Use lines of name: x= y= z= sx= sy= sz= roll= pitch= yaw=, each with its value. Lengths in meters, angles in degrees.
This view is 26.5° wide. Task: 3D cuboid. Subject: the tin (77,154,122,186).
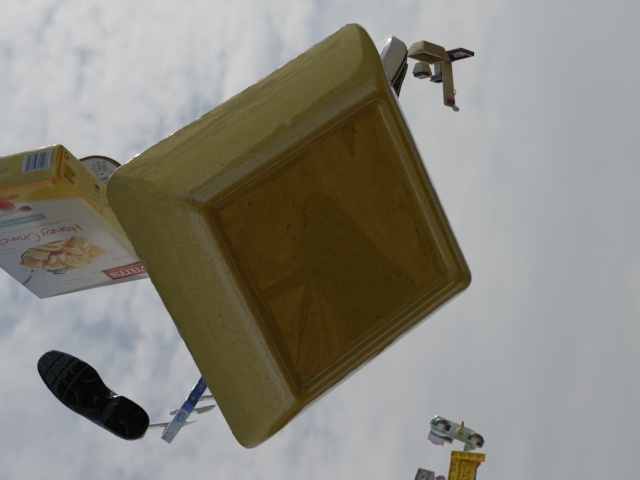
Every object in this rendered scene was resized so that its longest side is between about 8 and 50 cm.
tin: x=-0.357 y=-0.057 z=1.927 sx=0.106 sy=0.190 sz=0.040 roll=66 pitch=163 yaw=9

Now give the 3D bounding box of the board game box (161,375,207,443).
board game box: x=-0.206 y=0.258 z=2.105 sx=0.090 sy=0.020 sz=0.090 roll=-55 pitch=2 yaw=31

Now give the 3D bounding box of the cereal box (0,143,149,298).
cereal box: x=-0.298 y=-0.015 z=1.498 sx=0.240 sy=0.173 sz=0.047 roll=50 pitch=-145 yaw=-54

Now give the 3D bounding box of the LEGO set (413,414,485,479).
LEGO set: x=0.141 y=0.377 z=1.796 sx=0.287 sy=0.132 sz=0.107 roll=-52 pitch=-30 yaw=-28

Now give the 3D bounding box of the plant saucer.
plant saucer: x=0.000 y=0.000 z=1.367 sx=0.333 sy=0.081 sz=0.333 roll=-35 pitch=-66 yaw=-22

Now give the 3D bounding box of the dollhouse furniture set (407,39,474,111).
dollhouse furniture set: x=0.140 y=-0.213 z=1.809 sx=0.114 sy=0.091 sz=0.081 roll=7 pitch=-103 yaw=-51

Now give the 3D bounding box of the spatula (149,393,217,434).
spatula: x=-0.231 y=0.309 z=2.435 sx=0.019 sy=0.168 sz=0.242 roll=66 pitch=-169 yaw=9

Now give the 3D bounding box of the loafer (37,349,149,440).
loafer: x=-0.297 y=0.207 z=1.767 sx=0.062 sy=0.170 sz=0.061 roll=-49 pitch=-8 yaw=-19

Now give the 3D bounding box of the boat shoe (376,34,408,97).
boat shoe: x=0.055 y=-0.108 z=1.741 sx=0.306 sy=0.105 sz=0.113 roll=-66 pitch=14 yaw=0
